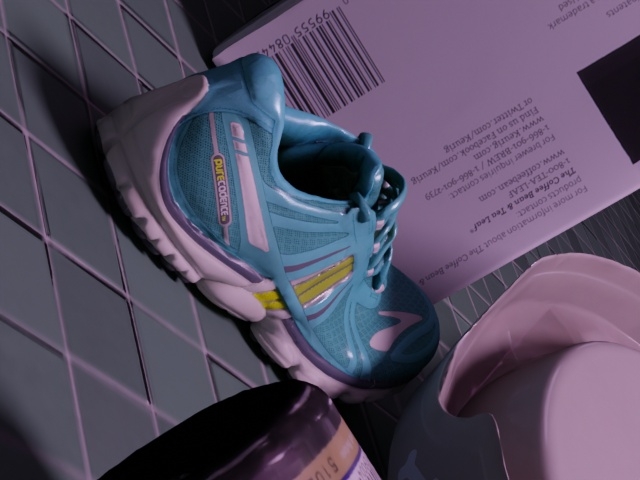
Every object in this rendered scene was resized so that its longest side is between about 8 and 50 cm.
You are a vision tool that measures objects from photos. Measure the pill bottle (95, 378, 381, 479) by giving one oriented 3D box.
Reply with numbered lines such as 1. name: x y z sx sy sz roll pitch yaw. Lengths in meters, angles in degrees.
1. pill bottle: 0.003 0.166 0.570 0.219 0.123 0.123 58 16 -6

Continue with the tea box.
1. tea box: 0.142 -0.148 1.168 0.220 0.329 0.323 58 15 -8

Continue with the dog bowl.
1. dog bowl: 0.176 0.180 0.921 0.349 0.102 0.349 32 38 -29

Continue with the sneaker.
1. sneaker: 0.000 0.000 0.876 0.275 0.110 0.107 42 24 -50
